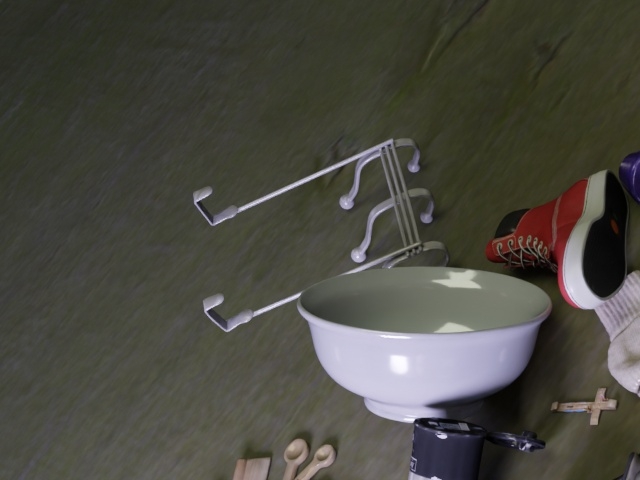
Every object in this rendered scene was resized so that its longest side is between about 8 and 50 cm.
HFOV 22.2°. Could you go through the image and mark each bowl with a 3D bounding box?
[{"bbox_3d":[0.122,0.129,1.917,0.298,0.134,0.298,-1,14,0],"label":"bowl"}]

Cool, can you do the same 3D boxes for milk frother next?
[{"bbox_3d":[0.170,0.273,1.824,0.143,0.129,0.135,9,96,15],"label":"milk frother"}]

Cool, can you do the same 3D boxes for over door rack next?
[{"bbox_3d":[0.000,0.000,2.199,0.324,0.108,0.239,-15,42,3],"label":"over door rack"}]

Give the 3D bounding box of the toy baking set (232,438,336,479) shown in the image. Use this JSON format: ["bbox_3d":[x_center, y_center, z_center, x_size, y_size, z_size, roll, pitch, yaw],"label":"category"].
[{"bbox_3d":[-0.056,0.344,2.009,0.196,0.030,0.256,-33,38,14],"label":"toy baking set"}]

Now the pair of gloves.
[{"bbox_3d":[0.421,0.074,1.819,0.240,0.042,0.204,-31,39,18],"label":"pair of gloves"}]

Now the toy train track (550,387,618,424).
[{"bbox_3d":[0.297,0.186,1.849,0.083,0.014,0.048,-8,49,38],"label":"toy train track"}]

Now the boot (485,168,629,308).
[{"bbox_3d":[0.271,0.022,1.947,0.176,0.088,0.244,-23,23,27],"label":"boot"}]

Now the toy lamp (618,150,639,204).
[{"bbox_3d":[0.425,-0.058,1.871,0.080,0.080,0.274,-45,21,-2],"label":"toy lamp"}]

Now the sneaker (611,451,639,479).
[{"bbox_3d":[0.378,0.266,1.606,0.227,0.130,0.087,-7,52,35],"label":"sneaker"}]
